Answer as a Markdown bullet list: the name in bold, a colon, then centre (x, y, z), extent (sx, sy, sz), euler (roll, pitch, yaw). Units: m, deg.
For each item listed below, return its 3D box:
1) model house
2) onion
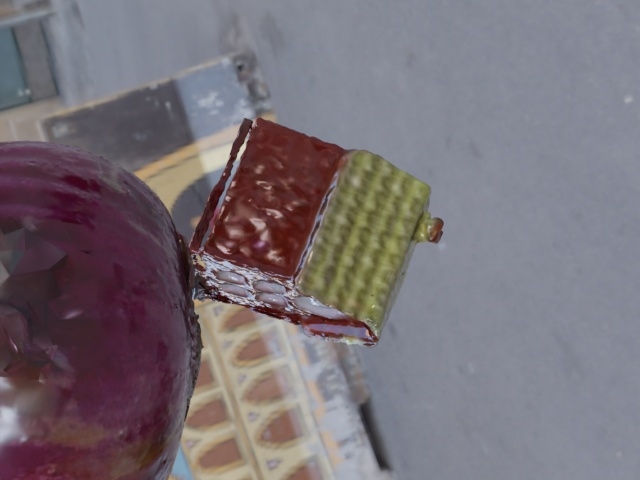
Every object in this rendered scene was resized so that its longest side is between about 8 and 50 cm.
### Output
- **model house**: centre (0.000, 0.000, 1.239), extent (0.160, 0.254, 0.196), euler (81, -152, -64)
- **onion**: centre (-0.187, 0.076, 0.689), extent (0.256, 0.272, 0.230), euler (65, 158, 15)
